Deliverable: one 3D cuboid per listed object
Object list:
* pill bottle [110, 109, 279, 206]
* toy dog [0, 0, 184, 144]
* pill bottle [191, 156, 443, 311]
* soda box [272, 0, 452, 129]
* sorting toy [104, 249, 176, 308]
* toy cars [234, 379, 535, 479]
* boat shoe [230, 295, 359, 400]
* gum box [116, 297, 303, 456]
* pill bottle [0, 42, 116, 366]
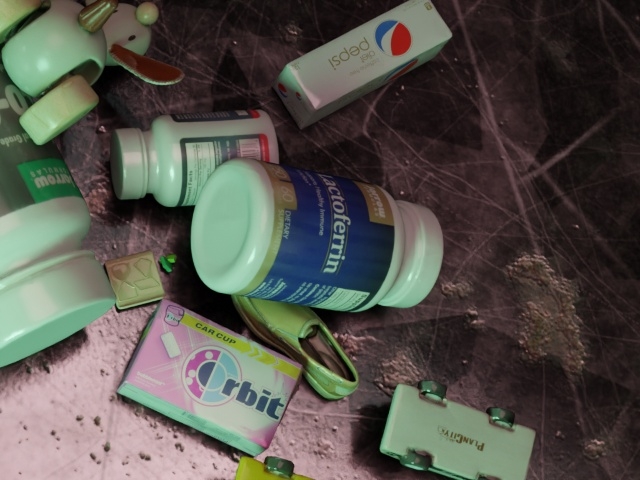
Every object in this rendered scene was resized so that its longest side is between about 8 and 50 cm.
[{"bbox_3d":[-0.147,-0.094,1.846,0.180,0.108,0.108,-4,75,-18],"label":"pill bottle"},{"bbox_3d":[-0.244,-0.235,1.731,0.220,0.161,0.333,50,23,-24],"label":"toy dog"},{"bbox_3d":[0.000,0.000,1.811,0.265,0.153,0.153,10,70,-34],"label":"pill bottle"},{"bbox_3d":[0.053,-0.221,1.961,0.216,0.074,0.069,-31,84,-22],"label":"soda box"},{"bbox_3d":[-0.201,0.042,1.840,0.083,0.012,0.062,-14,74,-17],"label":"sorting toy"},{"bbox_3d":[0.061,0.269,1.816,0.394,0.087,0.176,-22,90,-25],"label":"toy cars"},{"bbox_3d":[-0.023,0.101,1.843,0.190,0.072,0.068,42,67,-1],"label":"boat shoe"},{"bbox_3d":[-0.120,0.158,1.802,0.188,0.062,0.107,26,69,-8],"label":"gum box"},{"bbox_3d":[-0.374,-0.056,1.715,0.204,0.204,0.361,-26,83,-22],"label":"pill bottle"}]
